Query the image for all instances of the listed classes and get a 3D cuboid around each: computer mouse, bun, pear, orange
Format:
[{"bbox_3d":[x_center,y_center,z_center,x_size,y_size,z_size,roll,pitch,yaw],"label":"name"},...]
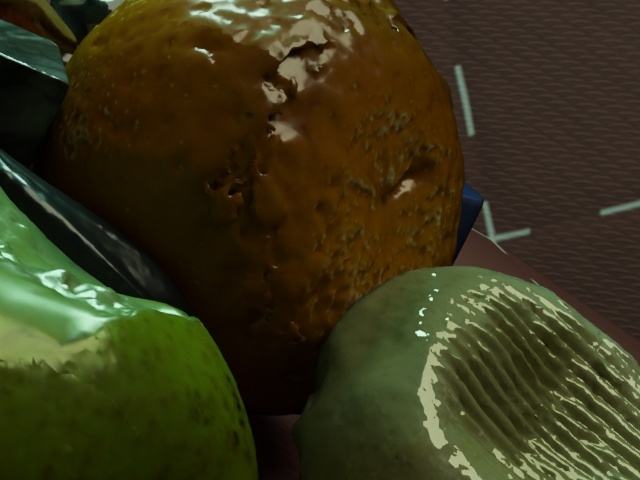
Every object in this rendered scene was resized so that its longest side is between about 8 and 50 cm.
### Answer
[{"bbox_3d":[-0.200,0.024,0.800,0.269,0.138,0.086,34,8,5],"label":"computer mouse"},{"bbox_3d":[0.097,0.137,0.839,0.259,0.160,0.259,20,46,-22],"label":"bun"},{"bbox_3d":[-0.157,0.073,0.602,0.281,0.176,0.286,35,11,7],"label":"pear"},{"bbox_3d":[-0.060,-0.040,0.982,0.293,0.341,0.340,8,-6,36],"label":"orange"}]

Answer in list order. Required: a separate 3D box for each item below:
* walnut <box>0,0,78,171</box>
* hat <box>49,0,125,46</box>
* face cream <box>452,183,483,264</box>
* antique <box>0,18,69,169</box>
[{"bbox_3d":[-0.307,-0.140,1.124,0.203,0.203,0.298,38,-5,31],"label":"walnut"},{"bbox_3d":[-0.126,-0.191,1.498,0.381,0.257,0.366,5,47,-15],"label":"hat"},{"bbox_3d":[0.000,0.000,1.269,0.249,0.225,0.249,28,10,-6],"label":"face cream"},{"bbox_3d":[-0.254,-0.061,0.904,0.086,0.183,0.088,22,18,-26],"label":"antique"}]
